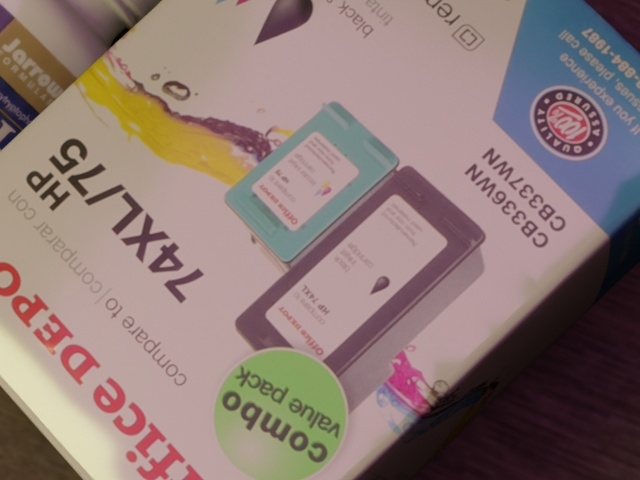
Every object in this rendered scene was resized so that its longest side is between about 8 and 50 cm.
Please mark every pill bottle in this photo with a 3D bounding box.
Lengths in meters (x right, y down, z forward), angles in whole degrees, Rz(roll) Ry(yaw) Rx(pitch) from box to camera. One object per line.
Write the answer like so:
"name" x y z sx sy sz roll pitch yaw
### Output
"pill bottle" -0.165 -0.085 0.804 0.112 0.112 0.186 43 87 11

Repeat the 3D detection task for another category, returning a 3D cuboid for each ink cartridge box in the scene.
"ink cartridge box" 0.000 0.000 0.729 0.270 0.197 0.198 -44 78 -2
